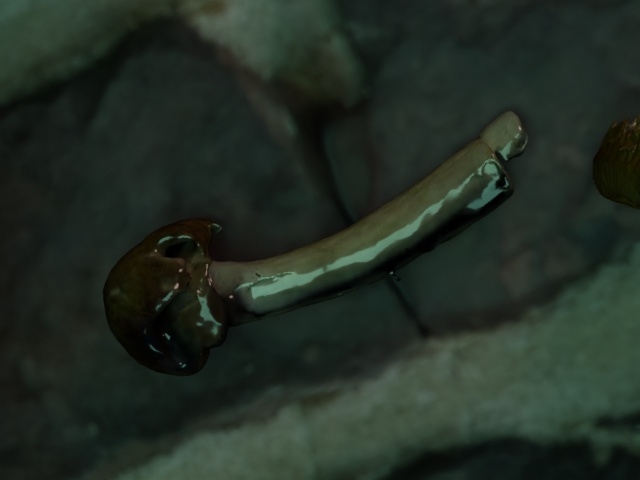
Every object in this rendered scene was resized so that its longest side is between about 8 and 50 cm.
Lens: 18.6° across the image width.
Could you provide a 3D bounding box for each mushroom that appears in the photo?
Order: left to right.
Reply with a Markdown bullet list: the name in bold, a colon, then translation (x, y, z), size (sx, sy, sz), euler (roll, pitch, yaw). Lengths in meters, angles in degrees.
- **mushroom**: translation (0.000, 0.000, 0.798), size (0.187, 0.061, 0.060), euler (-22, 102, 2)

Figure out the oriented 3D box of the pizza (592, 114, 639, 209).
- **pizza**: translation (0.194, 0.004, 0.688), size (0.188, 0.204, 0.080), euler (13, 93, 1)
